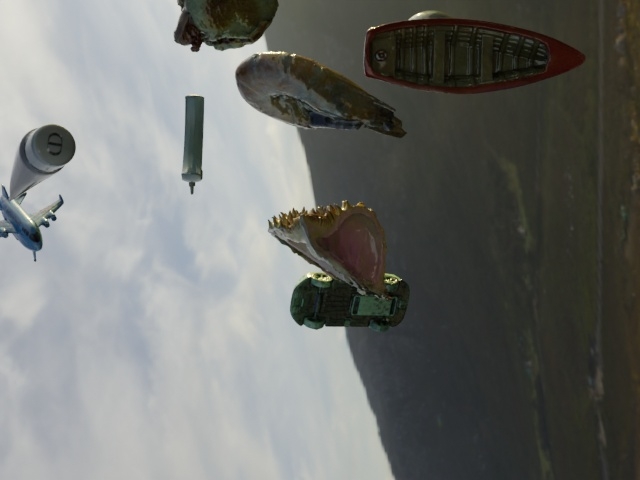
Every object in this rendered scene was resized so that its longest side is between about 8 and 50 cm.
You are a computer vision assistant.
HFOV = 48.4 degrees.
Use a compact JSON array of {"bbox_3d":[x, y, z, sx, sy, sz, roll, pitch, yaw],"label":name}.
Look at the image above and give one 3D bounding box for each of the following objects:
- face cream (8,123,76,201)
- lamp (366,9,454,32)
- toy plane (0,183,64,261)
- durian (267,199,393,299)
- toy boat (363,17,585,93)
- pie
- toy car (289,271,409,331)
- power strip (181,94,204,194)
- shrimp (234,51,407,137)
[{"bbox_3d":[-0.573,-0.163,1.413,0.089,0.314,0.143,14,-102,-36],"label":"face cream"},{"bbox_3d":[0.245,-0.472,1.775,0.198,0.244,0.197,-3,-90,-74],"label":"lamp"},{"bbox_3d":[-0.747,-0.044,1.766,0.271,0.254,0.105,45,138,34],"label":"toy plane"},{"bbox_3d":[0.000,0.005,1.440,0.305,0.196,0.185,29,-115,-41],"label":"durian"},{"bbox_3d":[0.274,-0.331,1.299,0.079,0.392,0.136,-95,7,-88],"label":"toy boat"},{"bbox_3d":[-0.227,-0.588,1.685,0.105,0.257,0.274,-111,16,-82],"label":"pie"},{"bbox_3d":[0.067,0.141,1.780,0.125,0.306,0.136,-121,38,-64],"label":"toy car"},{"bbox_3d":[-0.334,-0.248,1.873,0.167,0.054,0.253,164,108,-82],"label":"power strip"},{"bbox_3d":[0.002,-0.233,1.230,0.168,0.317,0.077,-35,38,59],"label":"shrimp"}]
